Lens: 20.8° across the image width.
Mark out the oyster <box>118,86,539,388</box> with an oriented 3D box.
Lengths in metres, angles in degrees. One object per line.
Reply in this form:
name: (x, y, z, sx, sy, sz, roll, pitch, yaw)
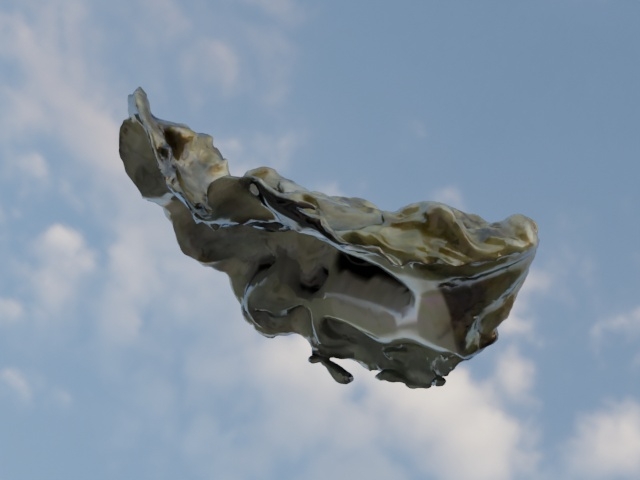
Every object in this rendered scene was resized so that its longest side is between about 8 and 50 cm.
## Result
oyster: (0.001, -0.001, 1.262, 0.351, 0.115, 0.238, 6, -32, 37)
